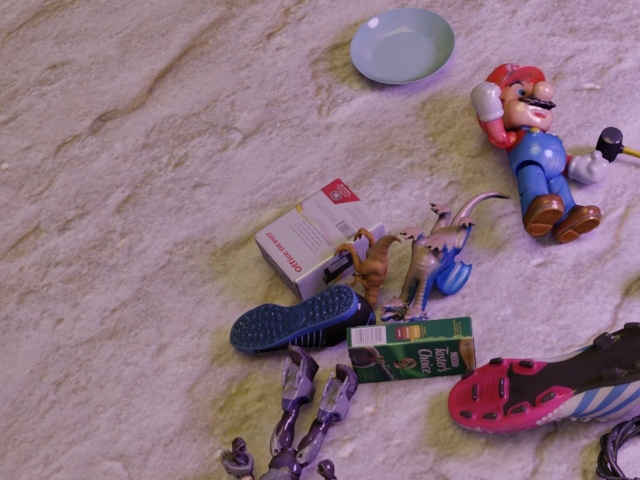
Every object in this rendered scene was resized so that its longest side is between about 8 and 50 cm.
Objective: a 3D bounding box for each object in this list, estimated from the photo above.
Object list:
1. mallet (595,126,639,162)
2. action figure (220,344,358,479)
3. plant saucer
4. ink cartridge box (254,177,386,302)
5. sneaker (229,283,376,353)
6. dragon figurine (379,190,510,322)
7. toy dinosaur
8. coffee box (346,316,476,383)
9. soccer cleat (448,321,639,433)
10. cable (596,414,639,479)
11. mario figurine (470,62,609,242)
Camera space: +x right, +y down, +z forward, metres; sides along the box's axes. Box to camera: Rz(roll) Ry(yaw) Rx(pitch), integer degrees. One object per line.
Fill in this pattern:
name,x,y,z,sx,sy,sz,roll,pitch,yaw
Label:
mallet,0.539,-0.136,1.702,0.190,0.062,0.039,17,62,21
action figure,-0.043,0.302,1.501,0.185,0.099,0.285,14,63,14
plant saucer,0.153,-0.350,1.942,0.195,0.037,0.195,-5,56,7
ink cartridge box,0.000,0.000,1.711,0.175,0.072,0.127,-34,57,-12
sneaker,-0.026,0.137,1.627,0.232,0.090,0.081,-17,53,26
dragon figurine,0.188,0.026,1.647,0.085,0.144,0.289,24,45,27
toy dinosaur,0.083,0.028,1.605,0.064,0.211,0.112,-26,58,-32
coffee box,0.135,0.162,1.550,0.184,0.113,0.040,-5,54,6
soccer cleat,0.346,0.218,1.477,0.331,0.143,0.116,-20,45,26
cable,0.467,0.303,1.433,0.185,0.047,0.150,-16,59,-3
mario figurine,0.353,-0.167,1.688,0.170,0.198,0.320,-22,58,11
